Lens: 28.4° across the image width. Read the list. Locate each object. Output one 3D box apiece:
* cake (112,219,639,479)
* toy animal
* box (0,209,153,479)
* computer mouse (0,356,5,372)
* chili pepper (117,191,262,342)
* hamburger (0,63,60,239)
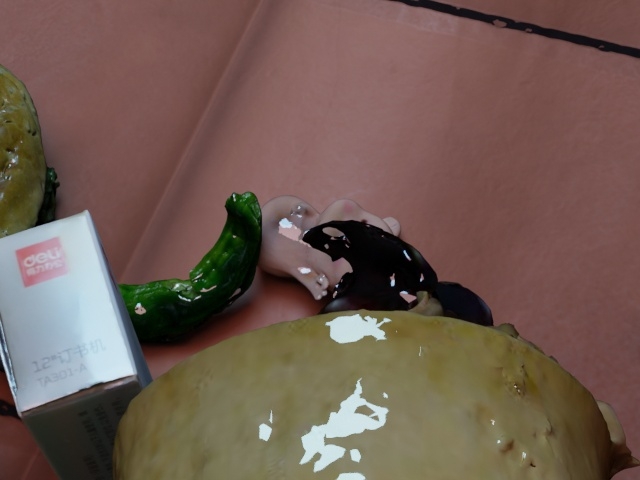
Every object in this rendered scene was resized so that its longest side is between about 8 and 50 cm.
[{"bbox_3d":[0.027,0.135,0.815,0.332,0.332,0.321,-5,45,4],"label":"cake"},{"bbox_3d":[0.001,0.002,1.049,0.150,0.089,0.084,19,95,14],"label":"toy animal"},{"bbox_3d":[-0.158,0.108,0.893,0.079,0.269,0.135,-18,61,-7],"label":"box"},{"bbox_3d":[-0.222,0.089,1.023,0.135,0.079,0.047,-3,90,29],"label":"computer mouse"},{"bbox_3d":[-0.106,0.032,1.026,0.182,0.050,0.073,-35,94,19],"label":"chili pepper"},{"bbox_3d":[-0.363,-0.036,1.079,0.265,0.134,0.285,-2,58,4],"label":"hamburger"}]
